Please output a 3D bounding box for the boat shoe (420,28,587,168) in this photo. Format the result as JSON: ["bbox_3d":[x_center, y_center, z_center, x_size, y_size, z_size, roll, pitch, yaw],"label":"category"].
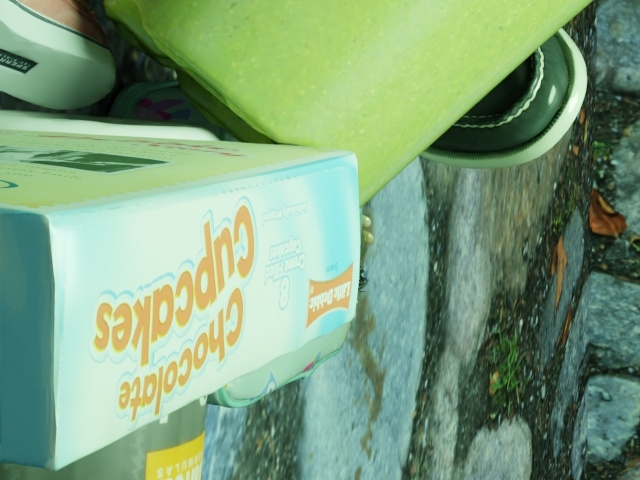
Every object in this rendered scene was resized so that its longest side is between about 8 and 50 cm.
[{"bbox_3d":[0.040,-0.157,1.030,0.113,0.340,0.127,31,102,-41],"label":"boat shoe"}]

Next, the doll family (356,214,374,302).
[{"bbox_3d":[0.000,0.000,1.282,0.111,0.076,0.193,-58,143,-42],"label":"doll family"}]

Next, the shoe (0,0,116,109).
[{"bbox_3d":[-0.177,-0.130,0.775,0.178,0.063,0.081,21,46,-53],"label":"shoe"}]

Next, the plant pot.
[{"bbox_3d":[0.026,-0.163,0.839,0.254,0.276,0.276,-49,154,-3],"label":"plant pot"}]

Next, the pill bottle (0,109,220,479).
[{"bbox_3d":[-0.137,0.074,0.792,0.162,0.162,0.278,-12,107,-69],"label":"pill bottle"}]

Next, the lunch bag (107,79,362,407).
[{"bbox_3d":[-0.055,-0.014,1.064,0.279,0.107,0.224,-23,113,-69],"label":"lunch bag"}]

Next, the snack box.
[{"bbox_3d":[-0.169,-0.002,0.443,0.187,0.322,0.060,-19,112,-68],"label":"snack box"}]
